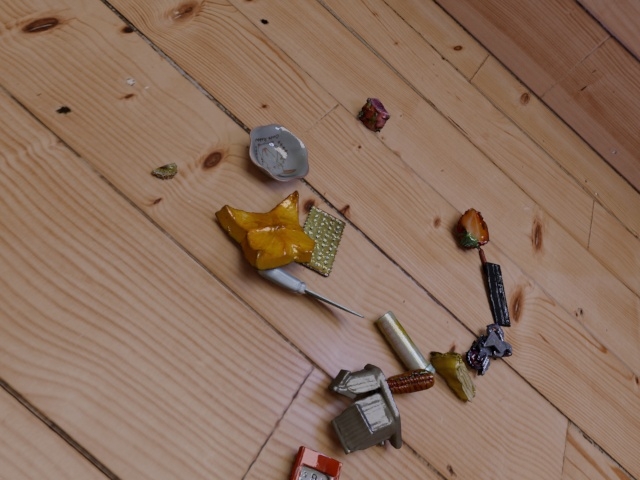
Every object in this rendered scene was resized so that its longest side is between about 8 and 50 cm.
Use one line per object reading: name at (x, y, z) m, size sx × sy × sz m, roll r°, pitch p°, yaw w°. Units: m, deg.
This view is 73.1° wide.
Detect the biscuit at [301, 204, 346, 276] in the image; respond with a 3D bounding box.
biscuit at (0.000, 0.000, 1.383) m, size 0.139 × 0.016 × 0.232 m, roll 28°, pitch 51°, yaw -13°

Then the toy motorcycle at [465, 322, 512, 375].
toy motorcycle at (0.571, 0.378, 1.459) m, size 0.215 × 0.080 × 0.122 m, roll -34°, pitch 80°, yaw -35°

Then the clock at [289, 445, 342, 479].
clock at (-0.026, 0.571, 0.988) m, size 0.113 × 0.061 × 0.155 m, roll 30°, pitch 54°, yaw -12°

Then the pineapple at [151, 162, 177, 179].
pineapple at (-0.440, -0.197, 1.237) m, size 0.083 × 0.019 × 0.045 m, roll -30°, pitch 77°, yaw -43°

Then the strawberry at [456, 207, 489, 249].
strawberry at (0.597, -0.037, 1.722) m, size 0.140 × 0.085 × 0.192 m, roll -3°, pitch 58°, yaw -24°

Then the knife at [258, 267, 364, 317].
knife at (-0.027, 0.151, 1.236) m, size 0.331 × 0.080 × 0.044 m, roll 28°, pitch 72°, yaw -10°

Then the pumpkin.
pumpkin at (-0.128, -0.028, 1.251) m, size 0.290 × 0.095 × 0.258 m, roll -14°, pitch 51°, yaw -37°

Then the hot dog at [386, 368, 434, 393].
hot dog at (0.254, 0.403, 1.231) m, size 0.144 × 0.038 × 0.062 m, roll -11°, pitch 79°, yaw 4°

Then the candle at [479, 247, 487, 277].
candle at (0.654, 0.074, 1.730) m, size 0.026 × 0.021 × 0.168 m, roll 12°, pitch 57°, yaw -26°

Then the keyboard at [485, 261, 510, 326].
keyboard at (0.675, 0.203, 1.650) m, size 0.087 × 0.017 × 0.251 m, roll 11°, pitch 64°, yaw -25°

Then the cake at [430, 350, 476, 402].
cake at (0.408, 0.426, 1.355) m, size 0.080 × 0.116 × 0.185 m, roll -54°, pitch 127°, yaw -36°

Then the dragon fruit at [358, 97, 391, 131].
dragon fruit at (0.210, -0.530, 1.787) m, size 0.096 × 0.102 × 0.147 m, roll 5°, pitch 50°, yaw -37°

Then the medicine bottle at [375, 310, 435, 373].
medicine bottle at (0.251, 0.319, 1.305) m, size 0.073 × 0.074 × 0.218 m, roll -25°, pitch 75°, yaw -39°

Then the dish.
dish at (-0.148, -0.273, 1.424) m, size 0.229 × 0.081 × 0.230 m, roll 16°, pitch 57°, yaw -26°

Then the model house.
model house at (0.109, 0.439, 1.113) m, size 0.188 × 0.122 × 0.229 m, roll -7°, pitch 61°, yaw -29°
